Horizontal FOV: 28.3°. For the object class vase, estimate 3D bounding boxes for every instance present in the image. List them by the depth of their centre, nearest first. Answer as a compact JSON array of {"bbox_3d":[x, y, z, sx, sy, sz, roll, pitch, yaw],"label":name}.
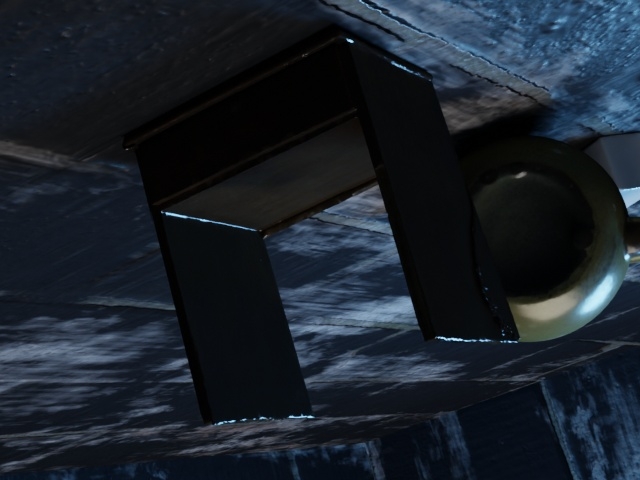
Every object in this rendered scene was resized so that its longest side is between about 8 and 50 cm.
[{"bbox_3d":[0.292,0.003,1.533,0.329,0.241,0.302,-2,174,9],"label":"vase"}]

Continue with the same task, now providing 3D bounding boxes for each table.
[{"bbox_3d":[0.000,0.000,1.173,0.250,0.282,0.196,-23,164,25],"label":"table"}]

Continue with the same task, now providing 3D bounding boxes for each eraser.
[{"bbox_3d":[0.338,-0.048,1.733,0.076,0.078,0.298,-8,162,-27],"label":"eraser"}]
